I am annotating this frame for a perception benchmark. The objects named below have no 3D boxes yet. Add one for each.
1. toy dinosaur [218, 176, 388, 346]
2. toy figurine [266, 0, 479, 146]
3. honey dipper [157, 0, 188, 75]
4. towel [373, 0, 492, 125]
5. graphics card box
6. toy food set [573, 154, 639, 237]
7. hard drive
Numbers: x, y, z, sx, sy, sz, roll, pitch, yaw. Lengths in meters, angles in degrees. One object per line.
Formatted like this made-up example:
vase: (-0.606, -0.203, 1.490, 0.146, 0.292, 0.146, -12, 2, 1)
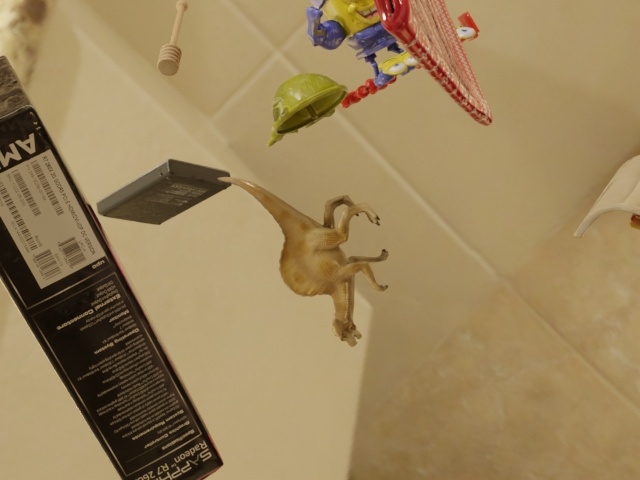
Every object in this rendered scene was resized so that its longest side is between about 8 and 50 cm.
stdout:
toy dinosaur: (0.000, 0.000, 0.873, 0.093, 0.183, 0.053, -35, 3, -14)
toy figurine: (0.032, -0.321, 1.584, 0.363, 0.217, 0.191, -28, 3, -15)
honey dipper: (-0.206, -0.291, 1.479, 0.030, 0.030, 0.160, -23, 41, 22)
towel: (0.091, -0.232, 1.000, 0.031, 0.275, 0.198, -25, 69, 19)
graphics card box: (-0.222, 0.034, 0.932, 0.094, 0.371, 0.233, -29, 26, -10)
toy food set: (0.442, 0.008, 1.137, 0.306, 0.220, 0.092, 21, 116, 18)
hard drive: (-0.183, -0.054, 1.225, 0.135, 0.094, 0.022, -25, 68, 37)
